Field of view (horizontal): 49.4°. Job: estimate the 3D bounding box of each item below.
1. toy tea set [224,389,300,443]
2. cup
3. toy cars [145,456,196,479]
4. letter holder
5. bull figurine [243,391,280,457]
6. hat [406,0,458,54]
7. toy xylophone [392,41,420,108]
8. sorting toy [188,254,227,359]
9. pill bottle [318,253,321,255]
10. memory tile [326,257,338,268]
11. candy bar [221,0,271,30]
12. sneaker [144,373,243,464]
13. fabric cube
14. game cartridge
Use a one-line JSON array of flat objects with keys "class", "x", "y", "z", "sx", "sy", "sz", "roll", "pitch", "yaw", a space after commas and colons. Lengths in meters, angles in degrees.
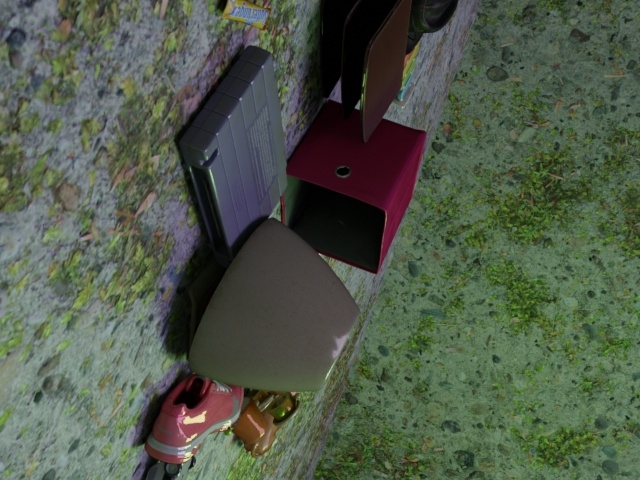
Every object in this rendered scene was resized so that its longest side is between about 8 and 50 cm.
[{"class": "toy tea set", "x": -0.156, "y": 0.391, "z": 1.838, "sx": 0.200, "sy": 0.124, "sz": 0.336, "roll": -37, "pitch": -169, "yaw": 8}, {"class": "cup", "x": -0.063, "y": 0.154, "z": 1.327, "sx": 0.331, "sy": 0.236, "sz": 0.331, "roll": -62, "pitch": 174, "yaw": -12}, {"class": "toy cars", "x": -0.333, "y": 0.574, "z": 1.457, "sx": 0.176, "sy": 0.087, "sz": 0.394, "roll": -59, "pitch": 161, "yaw": -56}, {"class": "letter holder", "x": 0.074, "y": -0.379, "z": 1.462, "sx": 0.215, "sy": 0.151, "sz": 0.302, "roll": -60, "pitch": 165, "yaw": -25}, {"class": "bull figurine", "x": -0.143, "y": 0.498, "z": 2.066, "sx": 0.188, "sy": 0.101, "sz": 0.311, "roll": 91, "pitch": 23, "yaw": -61}, {"class": "hat", "x": 0.266, "y": -0.612, "z": 1.750, "sx": 0.331, "sy": 0.133, "sz": 0.332, "roll": -31, "pitch": 128, "yaw": -50}, {"class": "toy xylophone", "x": 0.256, "y": -0.565, "z": 2.062, "sx": 0.323, "sy": 0.081, "sz": 0.236, "roll": 85, "pitch": 29, "yaw": -63}, {"class": "sorting toy", "x": -0.174, "y": 0.083, "z": 1.410, "sx": 0.229, "sy": 0.041, "sz": 0.307, "roll": 98, "pitch": 18, "yaw": -45}, {"class": "pill bottle", "x": 0.000, "y": 0.000, "z": 1.992, "sx": 0.043, "sy": 0.043, "sz": 0.083, "roll": -45, "pitch": 153, "yaw": -61}, {"class": "memory tile", "x": 0.051, "y": 0.052, "z": 2.357, "sx": 0.113, "sy": 0.012, "sz": 0.148, "roll": 98, "pitch": 18, "yaw": -46}, {"class": "candy bar", "x": -0.111, "y": -0.343, "z": 1.045, "sx": 0.161, "sy": 0.018, "sz": 0.040, "roll": -27, "pitch": 137, "yaw": -70}, {"class": "sneaker", "x": -0.229, "y": 0.321, "z": 1.401, "sx": 0.314, "sy": 0.115, "sz": 0.136, "roll": -35, "pitch": 143, "yaw": -68}, {"class": "fabric cube", "x": 0.076, "y": -0.125, "z": 1.632, "sx": 0.259, "sy": 0.254, "sz": 0.258, "roll": 92, "pitch": 23, "yaw": -55}, {"class": "game cartridge", "x": -0.136, "y": -0.129, "z": 1.190, "sx": 0.355, "sy": 0.068, "sz": 0.230, "roll": 87, "pitch": 23, "yaw": -58}]
